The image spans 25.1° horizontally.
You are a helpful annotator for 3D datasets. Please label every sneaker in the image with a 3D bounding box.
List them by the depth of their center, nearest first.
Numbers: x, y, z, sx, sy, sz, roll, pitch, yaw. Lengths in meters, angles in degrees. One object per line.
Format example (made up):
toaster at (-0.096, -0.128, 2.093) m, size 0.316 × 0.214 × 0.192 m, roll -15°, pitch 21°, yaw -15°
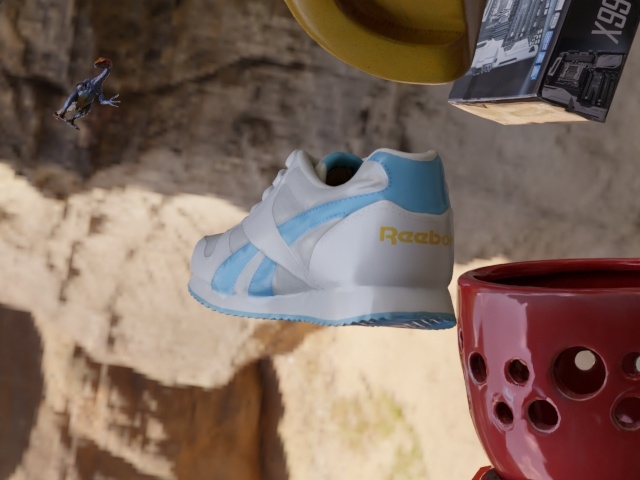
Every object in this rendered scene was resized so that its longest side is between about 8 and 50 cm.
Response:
sneaker at (0.000, 0.000, 0.780) m, size 0.228 × 0.087 × 0.092 m, roll -2°, pitch 85°, yaw 59°

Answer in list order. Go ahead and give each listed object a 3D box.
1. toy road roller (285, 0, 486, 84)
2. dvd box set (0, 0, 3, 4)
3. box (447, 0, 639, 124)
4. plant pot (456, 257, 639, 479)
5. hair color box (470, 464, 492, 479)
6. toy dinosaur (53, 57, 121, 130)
toy road roller at (-0.008, -0.220, 0.860) m, size 0.240 × 0.329 × 0.202 m, roll 75°, pitch -155°, yaw -49°
dvd box set at (-0.331, -0.268, 0.882) m, size 0.307 × 0.062 × 0.420 m, roll -56°, pitch -33°, yaw -19°
box at (0.242, -0.266, 1.386) m, size 0.242 × 0.076 × 0.307 m, roll -161°, pitch 91°, yaw -75°
plant pot at (0.185, 0.103, 0.957) m, size 0.191 × 0.191 × 0.174 m, roll -147°, pitch 56°, yaw -79°
hair color box at (0.219, 0.285, 1.366) m, size 0.093 × 0.167 × 0.053 m, roll -25°, pitch 12°, yaw 43°
toy dinosaur at (-0.259, -0.165, 1.568) m, size 0.090 × 0.047 × 0.082 m, roll 24°, pitch 82°, yaw 47°
